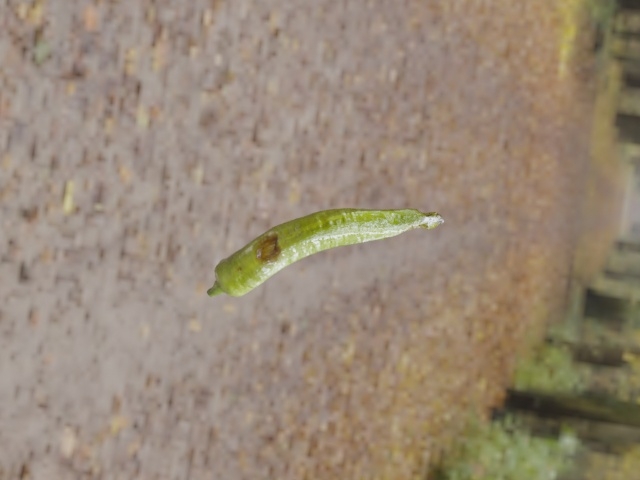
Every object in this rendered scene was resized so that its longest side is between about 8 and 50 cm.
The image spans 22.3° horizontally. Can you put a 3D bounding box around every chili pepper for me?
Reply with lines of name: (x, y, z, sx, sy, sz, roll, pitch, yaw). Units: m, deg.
chili pepper: (0.000, -0.001, 1.343, 0.043, 0.208, 0.049, -111, -177, -78)
